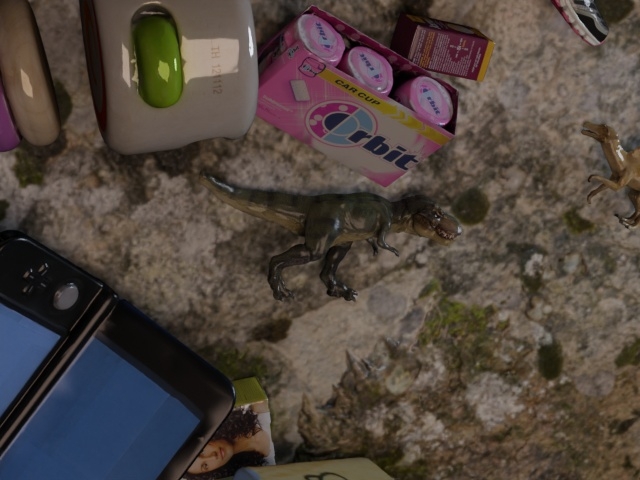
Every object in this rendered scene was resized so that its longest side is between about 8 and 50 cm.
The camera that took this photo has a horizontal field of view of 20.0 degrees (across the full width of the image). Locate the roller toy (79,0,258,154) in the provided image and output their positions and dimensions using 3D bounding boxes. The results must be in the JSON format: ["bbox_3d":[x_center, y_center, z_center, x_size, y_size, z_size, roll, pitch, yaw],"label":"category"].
[{"bbox_3d":[-0.130,-0.179,1.598,0.146,0.209,0.191,-8,151,-12],"label":"roller toy"}]

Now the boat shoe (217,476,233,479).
[{"bbox_3d":[-0.178,0.336,1.872,0.285,0.089,0.105,-28,118,-3],"label":"boat shoe"}]

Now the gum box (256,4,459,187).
[{"bbox_3d":[0.023,-0.136,1.705,0.188,0.062,0.107,27,139,-25],"label":"gum box"}]

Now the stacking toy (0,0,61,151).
[{"bbox_3d":[-0.402,-0.117,1.588,0.330,0.141,0.141,-14,117,-4],"label":"stacking toy"}]

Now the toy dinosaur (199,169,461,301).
[{"bbox_3d":[0.000,0.000,1.792,0.268,0.064,0.118,7,105,-17],"label":"toy dinosaur"}]

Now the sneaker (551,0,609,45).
[{"bbox_3d":[0.245,-0.266,1.738,0.074,0.063,0.170,-31,114,6],"label":"sneaker"}]

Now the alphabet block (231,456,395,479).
[{"bbox_3d":[0.006,0.351,1.841,0.197,0.192,0.193,2,118,-49],"label":"alphabet block"}]

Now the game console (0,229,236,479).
[{"bbox_3d":[-0.267,0.179,1.694,0.293,0.173,0.250,-54,147,-1],"label":"game console"}]

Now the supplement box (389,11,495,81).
[{"bbox_3d":[0.117,-0.186,1.742,0.083,0.055,0.043,9,109,-21],"label":"supplement box"}]

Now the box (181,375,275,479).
[{"bbox_3d":[-0.166,0.207,1.835,0.232,0.058,0.087,-12,116,-10],"label":"box"}]

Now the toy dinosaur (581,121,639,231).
[{"bbox_3d":[0.337,-0.056,1.866,0.183,0.053,0.093,26,103,-25],"label":"toy dinosaur"}]
